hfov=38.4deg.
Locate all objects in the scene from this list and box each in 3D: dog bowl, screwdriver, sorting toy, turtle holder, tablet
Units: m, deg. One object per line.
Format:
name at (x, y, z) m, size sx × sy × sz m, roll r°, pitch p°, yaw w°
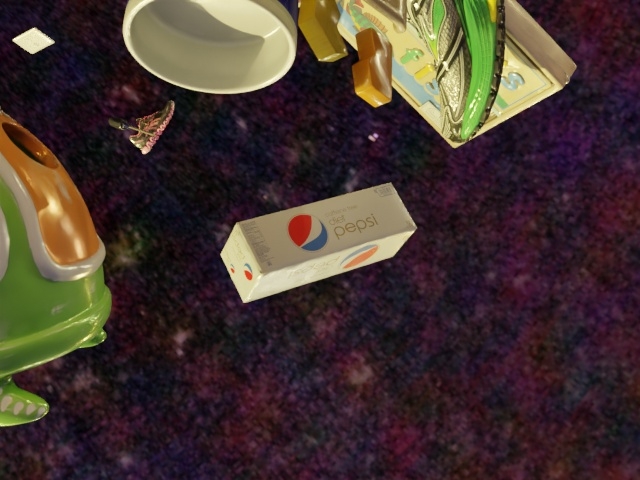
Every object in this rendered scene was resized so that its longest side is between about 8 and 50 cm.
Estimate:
dog bowl at (-0.166, -0.342, 1.422) m, size 0.265 × 0.265 × 0.104 m, roll 35°, pitch 51°, yaw -49°
screwdriver at (-0.367, -0.219, 1.811) m, size 0.024 × 0.170 × 0.025 m, roll -49°, pitch 136°, yaw -18°
sorting toy at (0.005, -0.281, 0.823) m, size 0.229 × 0.041 × 0.307 m, roll 28°, pitch 55°, yaw -43°
turtle holder at (-0.333, 0.012, 0.733) m, size 0.243 × 0.320 × 0.227 m, roll -36°, pitch 123°, yaw -62°
tablet at (-0.617, -0.429, 1.977) m, size 0.054 × 0.083 × 0.006 m, roll 35°, pitch 54°, yaw -41°

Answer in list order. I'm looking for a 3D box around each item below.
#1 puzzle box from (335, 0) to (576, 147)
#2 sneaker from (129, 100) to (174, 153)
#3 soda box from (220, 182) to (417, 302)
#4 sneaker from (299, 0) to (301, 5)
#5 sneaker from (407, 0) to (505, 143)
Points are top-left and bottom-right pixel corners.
puzzle box at (0.148, -0.331, 1.362) m, size 0.409 × 0.272 × 0.052 m, roll 43°, pitch 61°, yaw -11°
sneaker at (-0.334, -0.232, 1.818) m, size 0.057 × 0.047 × 0.119 m, roll 34°, pitch 92°, yaw -8°
soda box at (0.000, 0.000, 1.058) m, size 0.216 × 0.069 × 0.074 m, roll -15°, pitch 157°, yaw -31°
sneaker at (-0.076, -0.493, 1.756) m, size 0.185 × 0.070 × 0.084 m, roll -7°, pitch 143°, yaw 17°
sneaker at (0.167, -0.294, 1.198) m, size 0.134 × 0.146 × 0.344 m, roll -59°, pitch 146°, yaw -62°
